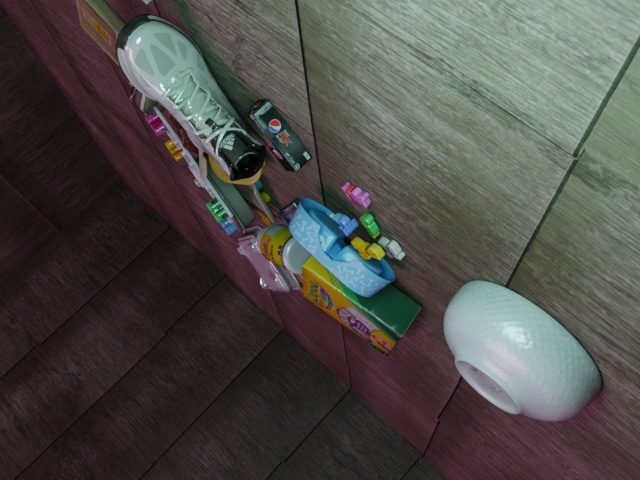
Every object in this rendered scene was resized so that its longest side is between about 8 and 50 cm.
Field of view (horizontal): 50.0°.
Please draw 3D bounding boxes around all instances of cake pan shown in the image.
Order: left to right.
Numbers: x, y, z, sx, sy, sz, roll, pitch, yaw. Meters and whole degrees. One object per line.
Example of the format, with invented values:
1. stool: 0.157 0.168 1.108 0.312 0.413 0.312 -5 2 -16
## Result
1. cake pan: -0.299 -0.158 2.171 0.293 0.054 0.293 54 175 7

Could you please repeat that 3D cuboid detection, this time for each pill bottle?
1. pill bottle: -0.104 0.019 2.006 0.117 0.117 0.215 53 163 -29

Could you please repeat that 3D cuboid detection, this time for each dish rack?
1. dish rack: -0.211 0.084 2.584 0.285 0.072 0.333 58 162 -7

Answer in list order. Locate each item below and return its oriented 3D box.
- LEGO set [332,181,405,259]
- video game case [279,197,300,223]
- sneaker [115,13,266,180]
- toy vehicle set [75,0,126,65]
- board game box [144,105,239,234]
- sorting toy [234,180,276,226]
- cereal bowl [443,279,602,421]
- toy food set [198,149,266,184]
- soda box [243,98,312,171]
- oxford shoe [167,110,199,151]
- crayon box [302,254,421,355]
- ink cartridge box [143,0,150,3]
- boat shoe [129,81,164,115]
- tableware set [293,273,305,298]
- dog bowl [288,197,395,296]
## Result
1. LEGO set: 0.110 -0.012 1.507 0.227 0.087 0.093 52 164 -30
2. video game case: 0.000 0.000 1.960 0.274 0.026 0.196 46 165 -6
3. sneaker: -0.247 -0.297 1.520 0.257 0.169 0.447 41 174 36
4. toy vehicle set: -0.624 -0.614 1.958 0.166 0.035 0.267 47 165 -7
5. board game box: -0.386 -0.197 2.133 0.390 0.050 0.390 55 175 3
6. sorting toy: -0.209 -0.157 2.053 0.196 0.047 0.348 41 168 33
7. cereal bowl: 0.377 0.245 1.380 0.339 0.141 0.339 41 166 13
8. toy food set: -0.225 -0.222 1.830 0.218 0.071 0.128 10 118 32
9. soda box: -0.095 -0.232 1.528 0.169 0.053 0.060 52 164 -25
10. oxford shoe: -0.334 -0.340 1.841 0.348 0.123 0.130 90 164 -75
11. crayon box: 0.101 0.171 1.914 0.313 0.106 0.363 34 165 10
12. ink cartridge box: -0.355 -0.534 1.424 0.028 0.048 0.083 45 164 -1
13. boat shoe: -0.500 -0.432 1.971 0.097 0.116 0.324 43 171 -5
14. tableware set: -0.072 0.132 2.479 0.128 0.039 0.194 52 163 10
15. dog bowl: 0.045 0.021 1.647 0.297 0.074 0.166 42 -163 9
